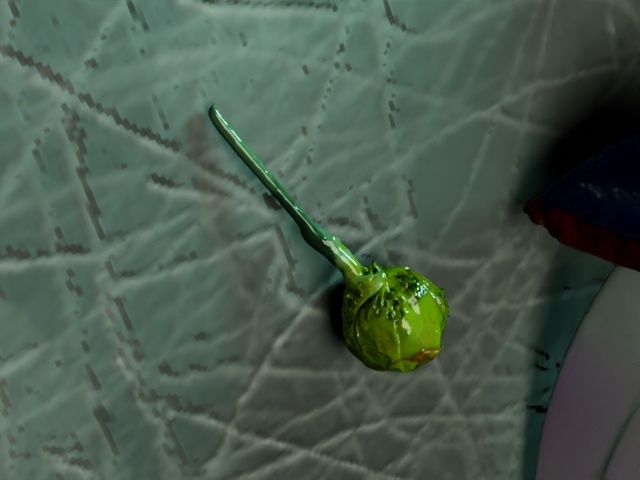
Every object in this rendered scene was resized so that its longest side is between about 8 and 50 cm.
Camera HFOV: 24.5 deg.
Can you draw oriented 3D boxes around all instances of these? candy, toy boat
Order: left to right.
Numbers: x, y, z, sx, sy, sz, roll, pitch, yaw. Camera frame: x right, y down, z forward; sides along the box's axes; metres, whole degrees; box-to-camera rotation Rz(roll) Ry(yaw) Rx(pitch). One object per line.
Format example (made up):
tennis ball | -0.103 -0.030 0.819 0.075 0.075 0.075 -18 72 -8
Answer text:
candy | 0.000 0.000 0.486 0.123 0.035 0.035 47 65 -30
toy boat | 0.149 0.068 0.570 0.219 0.072 0.318 40 118 -8
